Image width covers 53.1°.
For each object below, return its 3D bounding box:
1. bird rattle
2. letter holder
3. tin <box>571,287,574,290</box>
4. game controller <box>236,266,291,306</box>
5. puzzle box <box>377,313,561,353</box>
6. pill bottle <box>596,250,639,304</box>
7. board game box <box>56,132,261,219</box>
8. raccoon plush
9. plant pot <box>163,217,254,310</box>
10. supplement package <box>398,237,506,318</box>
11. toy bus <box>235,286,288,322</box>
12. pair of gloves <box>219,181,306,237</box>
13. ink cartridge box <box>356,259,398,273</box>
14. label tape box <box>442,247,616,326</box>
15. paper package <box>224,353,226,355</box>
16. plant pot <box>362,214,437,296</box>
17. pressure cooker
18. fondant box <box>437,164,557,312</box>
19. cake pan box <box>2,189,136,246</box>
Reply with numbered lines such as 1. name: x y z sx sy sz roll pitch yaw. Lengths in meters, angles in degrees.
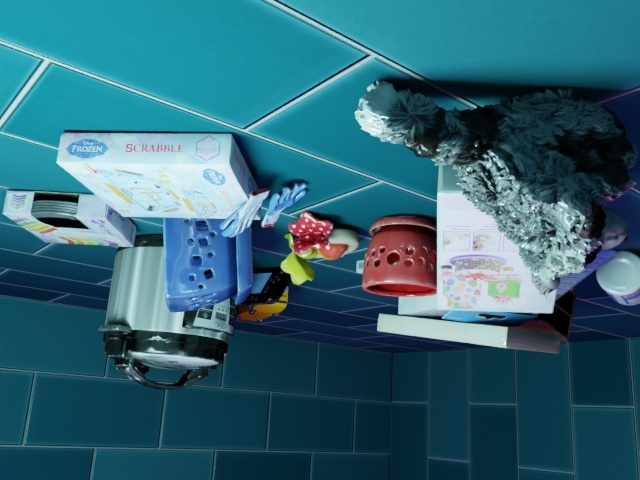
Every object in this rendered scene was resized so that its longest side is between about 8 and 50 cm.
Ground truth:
1. bird rattle: 0.000 0.000 1.641 0.207 0.143 0.253 -3 154 -22
2. letter holder: 0.599 0.196 1.993 0.302 0.152 0.214 2 162 43
3. tin: 0.737 0.131 2.028 0.106 0.040 0.190 -3 164 37
4. game controller: -0.245 0.153 2.099 0.319 0.067 0.166 -6 -154 29
5. puzzle box: 0.389 0.247 1.718 0.272 0.052 0.409 12 172 -43
6. pill bottle: 0.846 0.111 1.770 0.124 0.124 0.221 -7 162 31
7. board game box: -0.300 -0.121 1.283 0.318 0.066 0.318 2 165 5
8. raccoon plush: 0.276 -0.094 1.019 0.446 0.216 0.299 29 156 13
9. plant pot: -0.279 0.048 1.603 0.212 0.236 0.236 -1 165 -9
10. supplement package: 0.372 0.107 1.708 0.263 0.199 0.198 10 165 -24
11. toy bus: -0.227 0.222 2.367 0.108 0.130 0.333 9 163 -22
12. pair of gloves: -0.119 -0.063 1.342 0.198 0.023 0.159 -19 159 -43
13. ink cartridge box: 0.220 0.092 1.980 0.145 0.045 0.179 -10 157 40
14. label tape box: 0.466 0.069 1.504 0.249 0.115 0.347 9 142 -23
15. paper package: -0.506 0.269 2.338 0.325 0.168 0.309 1 137 7
16. plant pot: 0.198 0.040 1.554 0.191 0.174 0.191 3 164 1
17. pressure cooker: -0.441 0.225 1.894 0.370 0.420 0.375 8 163 -11
18. fondant box: 0.352 0.002 1.266 0.238 0.096 0.330 0 132 11
19. cake pan box: -0.613 -0.053 1.595 0.246 0.070 0.267 2 164 -2
